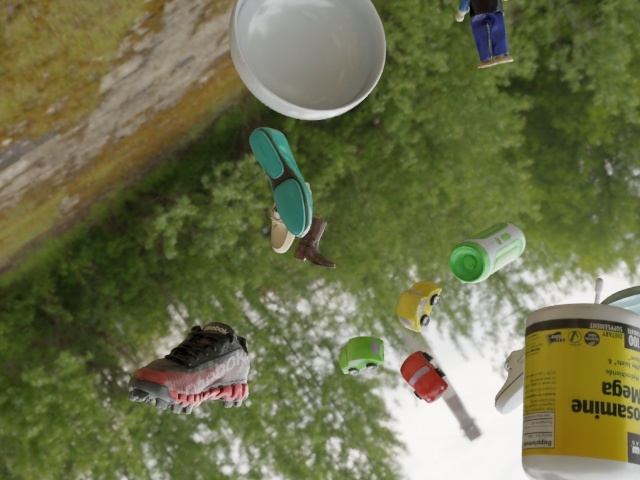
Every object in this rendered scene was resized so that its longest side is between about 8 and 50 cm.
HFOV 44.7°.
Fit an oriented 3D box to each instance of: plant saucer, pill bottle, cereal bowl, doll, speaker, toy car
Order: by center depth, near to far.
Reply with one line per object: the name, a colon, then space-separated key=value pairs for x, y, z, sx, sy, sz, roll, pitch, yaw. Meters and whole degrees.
pill bottle: x=0.407 y=0.278 z=1.198 sx=0.188 sy=0.188 sz=0.333 roll=-26 pitch=-128 yaw=57
doll: x=0.286 y=-0.401 z=1.359 sx=0.046 sy=0.188 sz=0.129 roll=-14 pitch=-172 yaw=-32
toy car: x=0.118 y=0.192 z=1.409 sx=0.225 sy=0.053 sz=0.238 roll=-22 pitch=-131 yaw=31
cereal bowl: x=-0.039 y=-0.408 z=1.656 sx=0.339 sy=0.339 sz=0.141 roll=-35 pitch=-179 yaw=-24
plant saucer: x=0.678 y=0.136 z=1.693 sx=0.195 sy=0.037 sz=0.195 roll=-7 pitch=153 yaw=-3
speaker: x=0.482 y=0.031 z=2.233 sx=0.131 sy=0.131 sz=0.297 roll=-30 pitch=175 yaw=38

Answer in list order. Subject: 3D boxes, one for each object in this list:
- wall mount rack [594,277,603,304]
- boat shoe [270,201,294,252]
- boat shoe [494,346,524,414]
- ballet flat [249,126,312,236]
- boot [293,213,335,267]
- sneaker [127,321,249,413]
wall mount rack: x=0.781 y=0.246 z=1.945 sx=0.350 sy=0.304 sz=0.130 roll=10 pitch=-124 yaw=20
boat shoe: x=-0.086 y=-0.058 z=1.762 sx=0.063 sy=0.170 sz=0.059 roll=8 pitch=173 yaw=27
boat shoe: x=0.460 y=0.287 z=1.762 sx=0.258 sy=0.084 sz=0.095 roll=-38 pitch=144 yaw=-28
ballet flat: x=-0.065 y=-0.129 z=1.633 sx=0.083 sy=0.247 sz=0.087 roll=-28 pitch=175 yaw=36
boot: x=0.000 y=0.000 z=1.828 sx=0.037 sy=0.107 sz=0.114 roll=-89 pitch=-164 yaw=-86
sneaker: x=-0.193 y=0.190 z=1.197 sx=0.098 sy=0.135 sz=0.276 roll=12 pitch=179 yaw=26
